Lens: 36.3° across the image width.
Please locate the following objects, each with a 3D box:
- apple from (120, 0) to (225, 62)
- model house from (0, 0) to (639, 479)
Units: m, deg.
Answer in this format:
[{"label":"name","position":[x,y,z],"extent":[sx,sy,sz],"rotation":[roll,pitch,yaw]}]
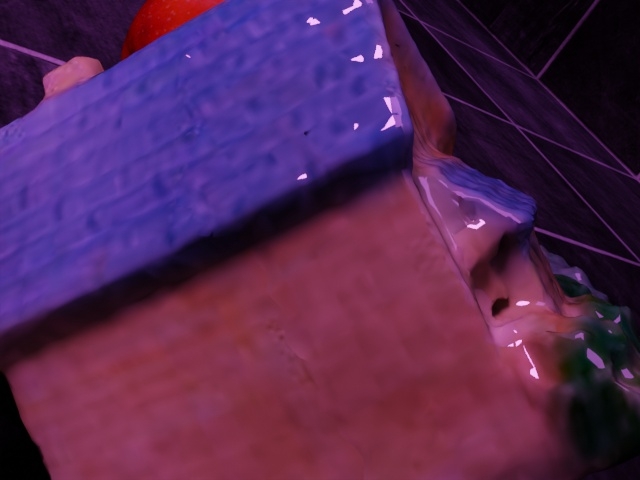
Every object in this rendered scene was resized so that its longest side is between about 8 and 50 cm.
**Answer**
[{"label":"apple","position":[-0.091,-0.155,1.019],"extent":[0.217,0.260,0.260],"rotation":[-5,40,-21]},{"label":"model house","position":[0.000,0.000,0.672],"extent":[0.342,0.335,0.382],"rotation":[65,15,2]}]
